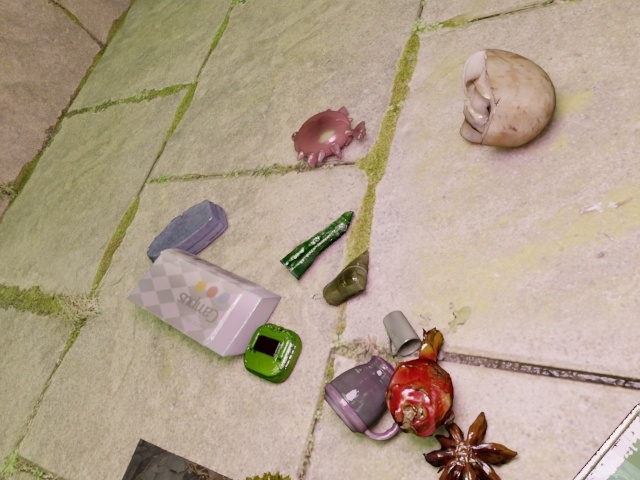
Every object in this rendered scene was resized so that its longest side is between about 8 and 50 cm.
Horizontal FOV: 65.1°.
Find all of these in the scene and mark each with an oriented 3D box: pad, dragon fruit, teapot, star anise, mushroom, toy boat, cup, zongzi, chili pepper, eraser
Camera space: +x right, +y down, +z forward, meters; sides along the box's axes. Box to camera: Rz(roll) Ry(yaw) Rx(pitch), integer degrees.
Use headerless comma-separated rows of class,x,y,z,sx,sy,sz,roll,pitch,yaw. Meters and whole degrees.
pad,-0.353,0.623,1.140,0.367,0.007,0.248,4,64,35
dragon fruit,0.194,0.254,0.936,0.125,0.125,0.246,17,44,6
teapot,0.097,0.304,0.983,0.146,0.116,0.148,-40,41,-12
star anise,0.253,0.373,0.866,0.167,0.057,0.168,-21,49,27
mushroom,0.427,-0.310,1.141,0.188,0.195,0.254,5,51,-1
toy boat,-0.418,-0.010,1.554,0.283,0.078,0.127,-34,51,9
cup,0.168,0.199,1.053,0.054,0.075,0.083,-9,42,-17
zongzi,0.052,0.094,1.205,0.154,0.062,0.130,-33,25,32
chili pepper,0.000,0.000,1.284,0.227,0.059,0.088,-43,42,0
eraser,-0.317,0.152,1.339,0.396,0.082,0.213,19,67,33

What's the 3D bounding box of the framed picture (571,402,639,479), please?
framed picture,0.476,0.396,0.732,0.260,0.023,0.189,-48,50,-3

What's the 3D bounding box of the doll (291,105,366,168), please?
doll,0.017,-0.307,1.450,0.262,0.093,0.211,-2,57,33

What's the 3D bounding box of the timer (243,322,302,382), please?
timer,-0.117,0.264,1.191,0.140,0.047,0.128,11,67,38

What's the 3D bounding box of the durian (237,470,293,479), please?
durian,-0.101,0.551,0.887,0.291,0.224,0.291,-32,54,59
